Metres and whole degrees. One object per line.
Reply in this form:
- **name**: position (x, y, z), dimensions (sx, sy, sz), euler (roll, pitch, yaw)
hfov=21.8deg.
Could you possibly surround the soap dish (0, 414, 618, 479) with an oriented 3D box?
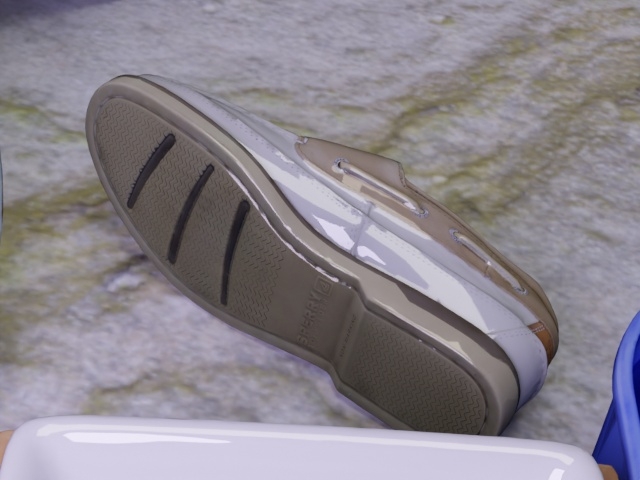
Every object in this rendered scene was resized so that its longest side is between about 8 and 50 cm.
- **soap dish**: position (-0.009, 0.191, 0.702), dimensions (0.291, 0.118, 0.229), euler (4, 41, -2)

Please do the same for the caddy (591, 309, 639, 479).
- **caddy**: position (0.252, 0.155, 0.795), dimensions (0.241, 0.179, 0.341), euler (9, 41, -7)

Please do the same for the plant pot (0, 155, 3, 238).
- **plant pot**: position (-0.325, -0.025, 0.790), dimensions (0.195, 0.290, 0.290), euler (-5, 28, 35)

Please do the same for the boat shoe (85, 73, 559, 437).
- **boat shoe**: position (0.000, 0.000, 0.955), dimensions (0.302, 0.113, 0.103), euler (39, 44, 11)
